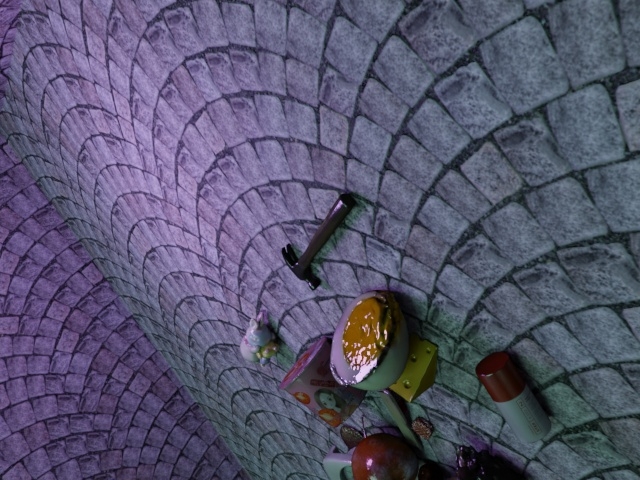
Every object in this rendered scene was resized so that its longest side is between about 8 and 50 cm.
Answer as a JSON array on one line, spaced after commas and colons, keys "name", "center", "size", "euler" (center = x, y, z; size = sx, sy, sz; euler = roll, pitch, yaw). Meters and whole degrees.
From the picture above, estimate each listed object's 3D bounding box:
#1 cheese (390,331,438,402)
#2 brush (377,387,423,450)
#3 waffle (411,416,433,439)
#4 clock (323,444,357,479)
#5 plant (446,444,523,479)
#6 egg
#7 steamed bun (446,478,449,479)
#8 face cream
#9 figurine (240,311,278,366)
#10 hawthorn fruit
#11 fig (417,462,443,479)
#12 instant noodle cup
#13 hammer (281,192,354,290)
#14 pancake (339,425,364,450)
[{"name": "cheese", "center": [0.283, 0.360, 1.541], "size": [0.093, 0.126, 0.171], "euler": [31, 122, 36]}, {"name": "brush", "center": [0.280, 0.604, 1.793], "size": [0.060, 0.050, 0.321], "euler": [2, 131, 44]}, {"name": "waffle", "center": [0.341, 0.625, 1.752], "size": [0.075, 0.029, 0.083], "euler": [26, 135, 27]}, {"name": "clock", "center": [0.188, 0.939, 2.093], "size": [0.324, 0.108, 0.265], "euler": [-21, 103, 40]}, {"name": "plant", "center": [0.475, 0.730, 1.561], "size": [0.234, 0.204, 0.178], "euler": [23, 128, 18]}, {"name": "egg", "center": [0.165, 0.293, 1.512], "size": [0.174, 0.286, 0.264], "euler": [23, 165, -29]}, {"name": "steamed bun", "center": [0.453, 0.904, 1.711], "size": [0.346, 0.237, 0.394], "euler": [-14, 134, 20]}, {"name": "face cream", "center": [0.485, 0.394, 1.325], "size": [0.214, 0.096, 0.096], "euler": [56, 145, -7]}, {"name": "figurine", "center": [-0.245, 0.403, 2.126], "size": [0.155, 0.127, 0.235], "euler": [57, 146, 25]}, {"name": "hawthorn fruit", "center": [0.219, 0.810, 1.877], "size": [0.231, 0.235, 0.263], "euler": [50, 153, -13]}, {"name": "fig", "center": [0.405, 0.840, 1.848], "size": [0.125, 0.089, 0.089], "euler": [31, 151, -22]}, {"name": "instant noodle cup", "center": [0.018, 0.501, 1.840], "size": [0.231, 0.243, 0.243], "euler": [44, 145, -2]}, {"name": "hammer", "center": [0.000, 0.000, 1.559], "size": [0.168, 0.044, 0.440], "euler": [45, 144, 6]}, {"name": "pancake", "center": [0.155, 0.840, 2.160], "size": [0.199, 0.021, 0.199], "euler": [29, 139, 28]}]
